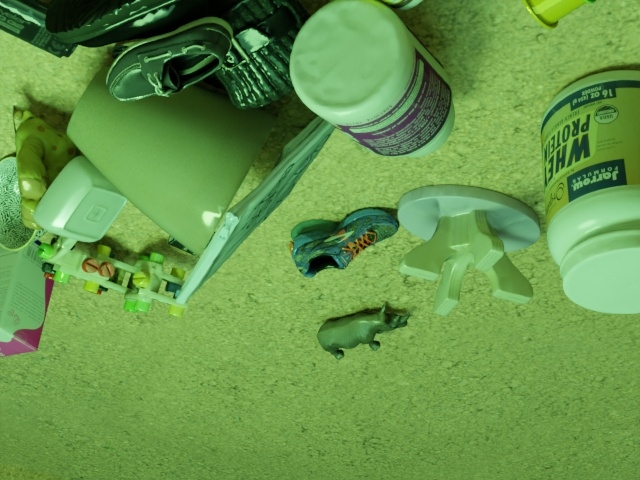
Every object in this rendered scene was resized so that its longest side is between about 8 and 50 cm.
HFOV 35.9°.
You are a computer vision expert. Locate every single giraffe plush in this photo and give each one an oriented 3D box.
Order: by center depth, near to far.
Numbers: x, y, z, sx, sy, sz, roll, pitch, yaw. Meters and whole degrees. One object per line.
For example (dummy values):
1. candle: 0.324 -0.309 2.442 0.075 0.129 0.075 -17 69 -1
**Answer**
1. giraffe plush: -0.420 -0.133 1.658 0.170 0.210 0.181 -5 168 -17

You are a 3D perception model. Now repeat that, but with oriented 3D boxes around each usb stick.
1. usb stick: -0.477 -0.347 1.423 0.278 0.045 0.077 24 136 -28

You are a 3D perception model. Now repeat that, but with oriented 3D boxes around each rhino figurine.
1. rhino figurine: 0.097 0.199 2.204 0.243 0.073 0.106 -22 143 33

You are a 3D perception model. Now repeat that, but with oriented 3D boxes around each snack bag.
1. snack bag: -0.099 -0.064 1.589 0.037 0.342 0.323 41 144 0

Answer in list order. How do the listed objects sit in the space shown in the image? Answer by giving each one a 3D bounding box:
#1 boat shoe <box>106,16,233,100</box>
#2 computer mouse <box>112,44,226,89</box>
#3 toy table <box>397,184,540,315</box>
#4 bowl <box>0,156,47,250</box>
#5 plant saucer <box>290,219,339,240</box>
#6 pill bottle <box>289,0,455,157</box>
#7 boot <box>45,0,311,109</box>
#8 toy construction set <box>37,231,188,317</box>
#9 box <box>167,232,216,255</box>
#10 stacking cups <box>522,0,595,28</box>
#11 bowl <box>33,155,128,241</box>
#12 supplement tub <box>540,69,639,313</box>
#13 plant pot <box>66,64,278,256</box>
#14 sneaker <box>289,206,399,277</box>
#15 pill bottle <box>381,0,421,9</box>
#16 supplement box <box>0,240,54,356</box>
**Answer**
1. boat shoe: -0.207 -0.228 1.314 0.206 0.065 0.075 -21 139 26
2. computer mouse: -0.200 -0.275 1.520 0.241 0.041 0.071 12 165 -2
3. toy table: 0.272 0.015 1.804 0.274 0.161 0.252 7 148 -3
4. bowl: -0.530 -0.067 1.804 0.170 0.170 0.080 -24 167 37
5. plant saucer: 0.000 0.000 1.943 0.119 0.021 0.119 3 149 2
6. pill bottle: 0.090 -0.213 1.399 0.169 0.169 0.301 -10 166 22
7. boot: -0.183 -0.290 1.395 0.347 0.131 0.260 -11 145 22
8. toy construction set: -0.425 0.047 1.949 0.215 0.151 0.327 5 151 50
9. box: -0.254 -0.004 1.971 0.067 0.018 0.083 27 142 -31
10. stacking cups: 0.391 -0.381 1.218 0.096 0.096 0.316 28 139 -33
11. bowl: -0.378 -0.057 1.604 0.142 0.053 0.142 -51 149 10
12. supplement tub: 0.453 -0.072 1.490 0.228 0.316 0.228 3 148 2
13. plant pot: -0.245 -0.153 1.554 0.274 0.257 0.256 30 144 -6
14. sneaker: 0.049 0.012 1.867 0.221 0.087 0.083 -24 136 15
15. pill bottle: 0.047 -0.384 1.228 0.214 0.117 0.117 24 143 -28
16. supplement box: -0.627 0.113 2.013 0.113 0.220 0.111 -12 144 25
